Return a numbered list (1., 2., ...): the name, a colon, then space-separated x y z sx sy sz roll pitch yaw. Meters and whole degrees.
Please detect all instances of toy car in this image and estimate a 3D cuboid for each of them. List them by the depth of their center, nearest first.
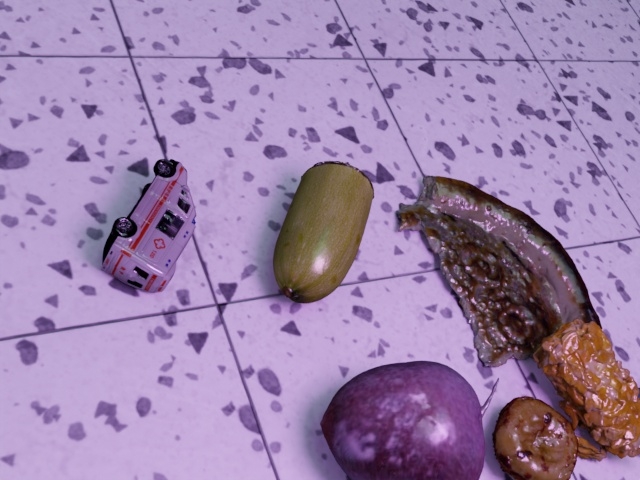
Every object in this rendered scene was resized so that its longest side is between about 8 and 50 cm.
1. toy car: -0.238 -0.025 1.233 0.108 0.089 0.209 29 51 -7

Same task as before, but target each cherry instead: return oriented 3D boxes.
1. cherry: 0.131 0.270 1.157 0.266 0.183 0.213 3 47 -7

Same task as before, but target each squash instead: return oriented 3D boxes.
1. squash: 0.000 0.000 1.317 0.133 0.132 0.247 26 52 -9

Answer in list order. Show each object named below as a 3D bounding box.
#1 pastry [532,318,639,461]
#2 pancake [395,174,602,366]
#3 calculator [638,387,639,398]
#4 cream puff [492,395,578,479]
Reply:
1. pastry: 0.452 0.258 1.366 0.154 0.102 0.249 -26 87 -35
2. pancake: 0.327 0.041 1.496 0.305 0.067 0.426 -19 70 -34
3. calculator: 0.588 0.317 1.468 0.094 0.019 0.141 2 59 -26
4. cream puff: 0.326 0.320 1.287 0.149 0.084 0.149 11 53 -15
